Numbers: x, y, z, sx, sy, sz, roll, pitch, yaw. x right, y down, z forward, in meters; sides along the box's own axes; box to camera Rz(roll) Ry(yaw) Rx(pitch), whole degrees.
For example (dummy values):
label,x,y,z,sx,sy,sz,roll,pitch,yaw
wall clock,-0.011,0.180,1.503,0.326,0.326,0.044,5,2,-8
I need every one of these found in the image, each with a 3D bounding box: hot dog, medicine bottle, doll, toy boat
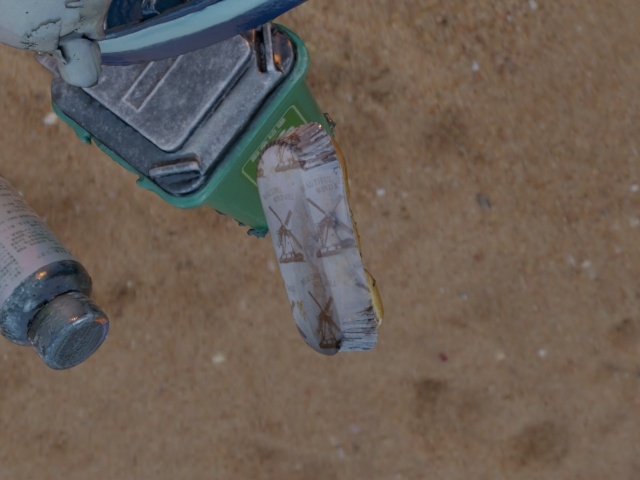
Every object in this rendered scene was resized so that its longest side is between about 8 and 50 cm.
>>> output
label,x,y,z,sx,sy,sz,roll,pitch,yaw
hot dog,0.000,0.000,1.171,0.059,0.108,0.191,-13,91,-33
medicine bottle,-0.405,0.042,1.930,0.141,0.293,0.141,-34,151,-22
doll,-0.196,-0.179,0.866,0.192,0.095,0.149,19,127,2
toy boat,-0.103,-0.183,1.039,0.299,0.096,0.061,-14,152,35

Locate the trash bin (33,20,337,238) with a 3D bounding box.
label,x,y,z,sx,sy,sz,roll,pitch,yaw
trash bin,-0.153,-0.172,1.852,0.259,0.295,0.381,-52,160,-3
